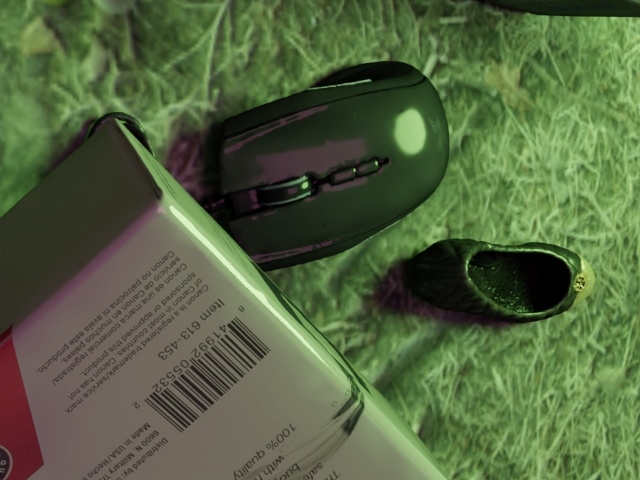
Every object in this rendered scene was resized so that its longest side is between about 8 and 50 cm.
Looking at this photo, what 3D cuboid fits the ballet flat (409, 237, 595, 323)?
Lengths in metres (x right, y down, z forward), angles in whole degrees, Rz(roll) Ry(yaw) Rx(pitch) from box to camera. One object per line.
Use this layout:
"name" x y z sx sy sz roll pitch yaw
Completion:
"ballet flat" 0.131 0.029 0.796 0.173 0.049 0.057 3 93 -41

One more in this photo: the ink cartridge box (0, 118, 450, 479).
"ink cartridge box" -0.072 0.092 0.553 0.172 0.100 0.237 -41 123 1

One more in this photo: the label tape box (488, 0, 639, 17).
"label tape box" 0.151 -0.271 0.751 0.333 0.106 0.241 5 90 -41

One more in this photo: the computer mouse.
"computer mouse" 0.000 0.000 0.673 0.262 0.060 0.184 -17 104 -38
